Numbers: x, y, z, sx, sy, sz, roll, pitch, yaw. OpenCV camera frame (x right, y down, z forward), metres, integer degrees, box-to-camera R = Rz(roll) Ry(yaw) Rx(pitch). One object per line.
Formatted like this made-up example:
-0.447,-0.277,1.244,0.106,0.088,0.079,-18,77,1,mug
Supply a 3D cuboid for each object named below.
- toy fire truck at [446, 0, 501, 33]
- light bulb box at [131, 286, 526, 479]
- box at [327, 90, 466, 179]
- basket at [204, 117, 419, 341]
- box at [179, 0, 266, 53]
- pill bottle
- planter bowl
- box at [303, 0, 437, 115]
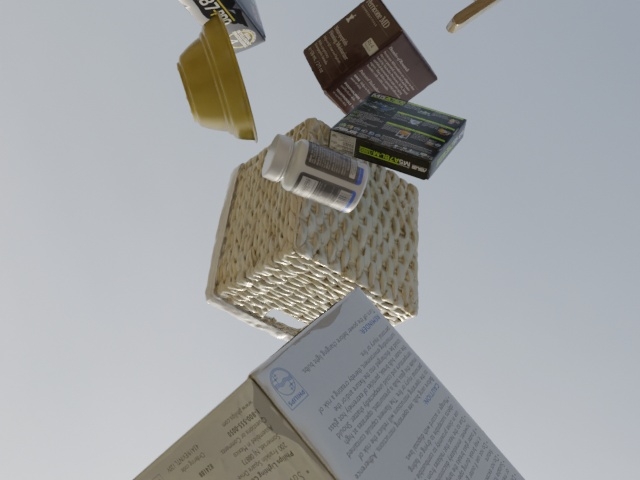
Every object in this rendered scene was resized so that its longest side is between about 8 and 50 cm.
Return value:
0.234,-0.365,0.826,0.158,0.217,0.246,10,-89,16,toy fire truck
0.004,0.311,0.751,0.361,0.225,0.358,50,-56,5,light bulb box
0.136,-0.188,1.285,0.190,0.184,0.045,20,-53,18,box
0.000,0.000,1.413,0.266,0.328,0.331,-31,-139,40,basket
-0.236,-0.583,1.338,0.097,0.318,0.395,-19,-108,13,box
-0.009,-0.097,1.041,0.078,0.137,0.078,-159,-90,-75,pill bottle
-0.175,-0.249,1.179,0.090,0.217,0.217,-17,-111,-6,planter bowl
0.104,-0.376,1.567,0.203,0.167,0.168,-37,-133,15,box
